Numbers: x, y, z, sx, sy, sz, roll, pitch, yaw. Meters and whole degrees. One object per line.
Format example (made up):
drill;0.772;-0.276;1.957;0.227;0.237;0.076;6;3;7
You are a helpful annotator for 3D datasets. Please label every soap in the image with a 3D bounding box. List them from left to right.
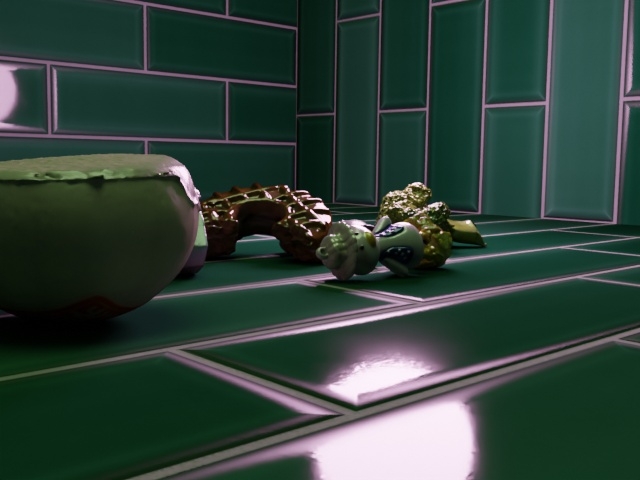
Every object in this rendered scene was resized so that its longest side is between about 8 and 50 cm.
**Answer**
soap;-0.335;-0.032;1.673;0.109;0.193;0.324;2;32;-23

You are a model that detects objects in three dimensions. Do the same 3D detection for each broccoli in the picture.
broccoli;0.299;-0.072;2.170;0.301;0.186;0.254;-4;-5;17

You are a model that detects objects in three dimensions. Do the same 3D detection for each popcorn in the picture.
popcorn;0.231;0.007;1.765;0.125;0.126;0.145;26;-24;-28

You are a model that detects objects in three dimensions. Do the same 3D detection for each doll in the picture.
doll;0.116;0.015;1.601;0.293;0.138;0.119;-4;-21;-32

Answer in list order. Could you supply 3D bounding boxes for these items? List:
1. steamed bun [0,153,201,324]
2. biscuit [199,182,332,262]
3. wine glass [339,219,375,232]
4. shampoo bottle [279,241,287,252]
steamed bun;-0.363;-0.003;1.135;0.374;0.242;0.374;1;11;0
biscuit;-0.143;-0.044;1.894;0.365;0.115;0.268;6;30;7
wine glass;0.083;0.002;1.862;0.103;0.103;0.222;0;5;-8
shampoo bottle;0.000;0.000;2.052;0.086;0.056;0.227;14;14;42
